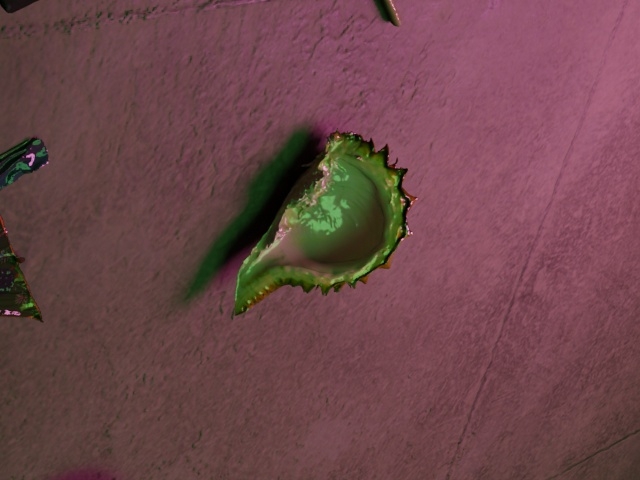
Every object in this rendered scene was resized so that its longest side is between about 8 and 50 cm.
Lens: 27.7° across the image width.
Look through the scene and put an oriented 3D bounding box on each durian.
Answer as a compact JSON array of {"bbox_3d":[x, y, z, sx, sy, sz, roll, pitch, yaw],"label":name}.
[{"bbox_3d":[-0.005,-0.007,1.295,0.224,0.078,0.140,-40,103,4],"label":"durian"}]

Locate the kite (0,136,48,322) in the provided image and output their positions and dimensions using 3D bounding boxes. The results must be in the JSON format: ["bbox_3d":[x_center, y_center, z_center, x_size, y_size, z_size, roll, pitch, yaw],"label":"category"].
[{"bbox_3d":[-0.306,-0.005,1.004,0.234,0.016,0.321,-35,143,-23],"label":"kite"}]

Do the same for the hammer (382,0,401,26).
[{"bbox_3d":[0.040,-0.246,1.172,0.060,0.028,0.195,-40,147,-6],"label":"hammer"}]

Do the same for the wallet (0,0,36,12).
[{"bbox_3d":[-0.123,-0.269,0.955,0.285,0.030,0.146,-28,143,-29],"label":"wallet"}]
